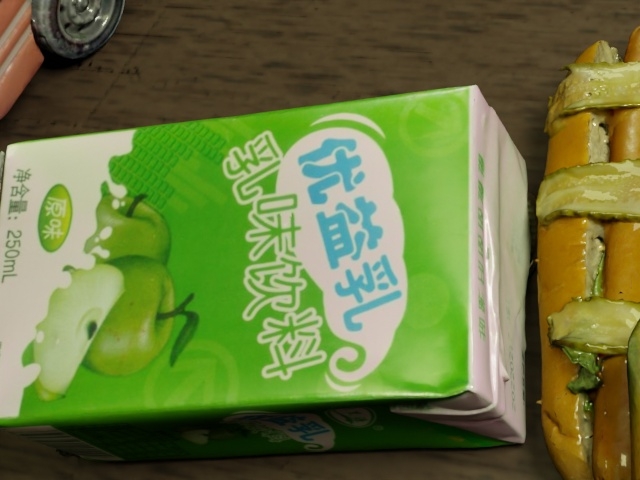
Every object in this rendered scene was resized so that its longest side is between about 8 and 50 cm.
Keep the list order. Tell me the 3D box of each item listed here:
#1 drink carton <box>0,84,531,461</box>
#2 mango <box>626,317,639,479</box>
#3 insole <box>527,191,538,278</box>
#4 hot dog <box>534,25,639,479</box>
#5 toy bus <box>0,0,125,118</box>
[{"bbox_3d":[-0.034,0.021,0.800,0.271,0.108,0.161,-5,69,20],"label":"drink carton"},{"bbox_3d":[0.184,0.102,0.648,0.115,0.089,0.165,1,68,-10],"label":"mango"},{"bbox_3d":[0.000,0.000,0.863,0.253,0.005,0.086,-3,64,21],"label":"insole"},{"bbox_3d":[0.155,0.008,0.755,0.109,0.072,0.269,-3,62,24],"label":"hot dog"},{"bbox_3d":[-0.190,-0.304,0.966,0.203,0.233,0.427,23,75,31],"label":"toy bus"}]
